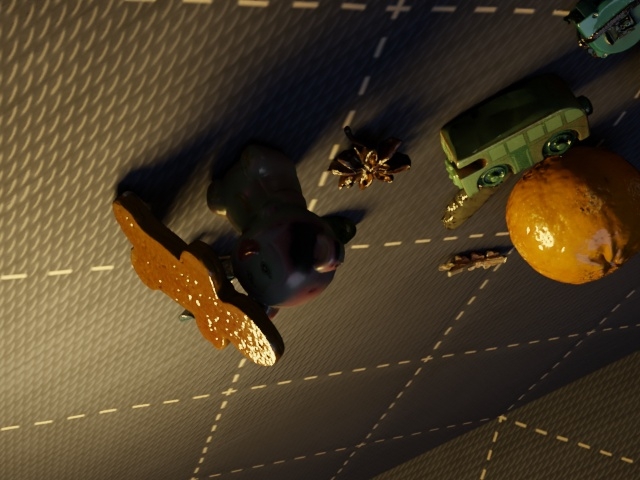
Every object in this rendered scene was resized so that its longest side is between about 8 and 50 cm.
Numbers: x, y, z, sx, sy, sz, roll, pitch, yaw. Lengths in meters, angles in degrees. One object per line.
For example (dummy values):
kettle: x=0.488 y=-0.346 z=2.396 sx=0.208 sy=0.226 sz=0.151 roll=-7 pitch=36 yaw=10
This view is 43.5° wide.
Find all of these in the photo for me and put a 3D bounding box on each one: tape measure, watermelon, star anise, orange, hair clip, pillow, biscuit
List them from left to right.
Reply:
biscuit: x=-0.219 y=0.087 z=1.517 sx=0.064 sy=0.432 sz=0.283 roll=-40 pitch=147 yaw=-29
watermelon: x=0.003 y=0.007 z=1.830 sx=0.181 sy=0.075 sz=0.092 roll=-21 pitch=152 yaw=-3
star anise: x=0.108 y=-0.170 z=1.616 sx=0.177 sy=0.073 sz=0.234 roll=-3 pitch=161 yaw=-13
pillow: x=0.356 y=-0.104 z=1.891 sx=0.093 sy=0.051 sz=0.241 roll=2 pitch=143 yaw=-41
hair clip: x=0.411 y=0.060 z=2.180 sx=0.213 sy=0.056 sz=0.062 roll=-12 pitch=132 yaw=-30
orange: x=0.617 y=-0.052 z=1.893 sx=0.340 sy=0.293 sz=0.341 roll=-17 pitch=150 yaw=-10
tape measure: x=0.546 y=-0.414 z=1.502 sx=0.146 sy=0.081 sz=0.125 roll=-38 pitch=127 yaw=20

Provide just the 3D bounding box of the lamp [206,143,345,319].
lamp: x=-0.073 y=-0.010 z=1.546 sx=0.247 sy=0.301 sz=0.247 roll=-39 pitch=147 yaw=26

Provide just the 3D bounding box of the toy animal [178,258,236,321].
toy animal: x=-0.239 y=0.093 z=1.757 sx=0.239 sy=0.255 sz=0.176 roll=-51 pitch=129 yaw=-25

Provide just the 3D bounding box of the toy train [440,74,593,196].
toy train: x=0.406 y=-0.226 z=1.669 sx=0.326 sy=0.129 sz=0.159 roll=-27 pitch=142 yaw=10
